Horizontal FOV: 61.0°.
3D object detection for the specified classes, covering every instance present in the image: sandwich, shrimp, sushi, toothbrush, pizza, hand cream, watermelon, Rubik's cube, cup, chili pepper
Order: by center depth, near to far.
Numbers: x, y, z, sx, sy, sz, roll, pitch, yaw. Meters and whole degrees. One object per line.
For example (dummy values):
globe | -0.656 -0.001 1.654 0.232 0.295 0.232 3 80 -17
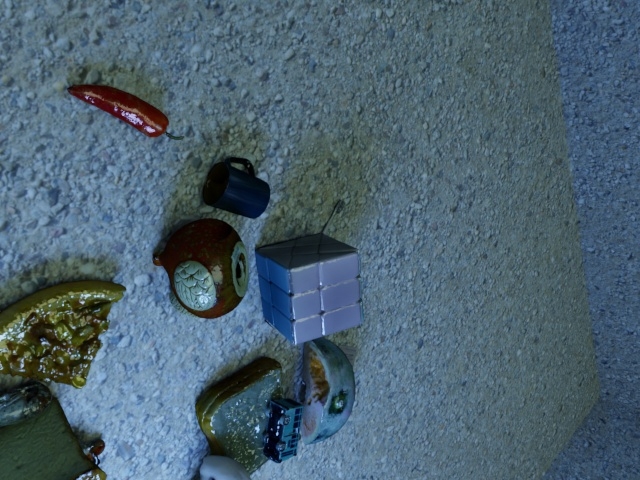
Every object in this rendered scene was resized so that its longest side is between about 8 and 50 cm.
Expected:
sandwich | -0.604 0.481 1.138 0.226 0.251 0.087 -29 132 -32
shrimp | -0.697 0.359 1.151 0.232 0.079 0.090 -9 144 -32
pizza | -0.596 0.184 1.184 0.268 0.087 0.258 24 83 -38
chili pepper | -0.423 -0.289 1.218 0.272 0.063 0.071 25 73 -37
sushi | -0.600 0.523 1.251 0.226 0.097 0.103 -26 105 -59
cup | -0.206 -0.140 1.394 0.138 0.113 0.150 19 90 -42
Rubik's cube | -0.032 0.127 1.509 0.221 0.231 0.225 -14 109 -26
sandwich | -0.206 0.520 1.567 0.271 0.099 0.301 -30 120 -34
toothbrush | 0.000 0.000 1.652 0.024 0.026 0.288 38 77 -34
watermelon | 0.048 0.463 1.666 0.188 0.175 0.322 2 91 -28
hand cream | 0.083 0.424 1.814 0.084 0.053 0.142 20 78 -41

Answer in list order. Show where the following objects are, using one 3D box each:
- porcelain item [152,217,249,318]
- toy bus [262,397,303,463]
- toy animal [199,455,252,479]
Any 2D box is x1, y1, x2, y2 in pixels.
porcelain item | -0.301 0.067 1.335 0.253 0.253 0.253 -11 108 -37
toy bus | -0.105 0.537 1.542 0.091 0.079 0.160 5 94 -46
toy animal | -0.274 0.750 1.457 0.193 0.258 0.357 -5 127 -47
